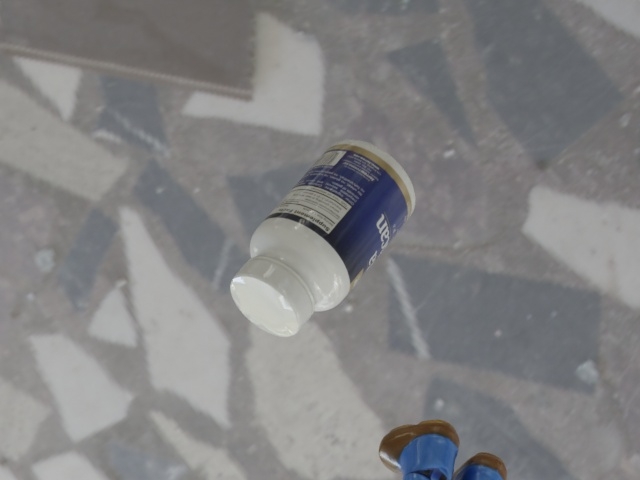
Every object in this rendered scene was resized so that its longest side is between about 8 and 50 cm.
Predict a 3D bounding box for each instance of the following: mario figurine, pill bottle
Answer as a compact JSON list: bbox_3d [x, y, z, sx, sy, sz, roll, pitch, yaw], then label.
[{"bbox_3d":[0.075,0.328,1.424,0.198,0.320,0.170,10,132,7],"label":"mario figurine"},{"bbox_3d":[0.000,0.000,1.298,0.094,0.169,0.094,27,145,20],"label":"pill bottle"}]
